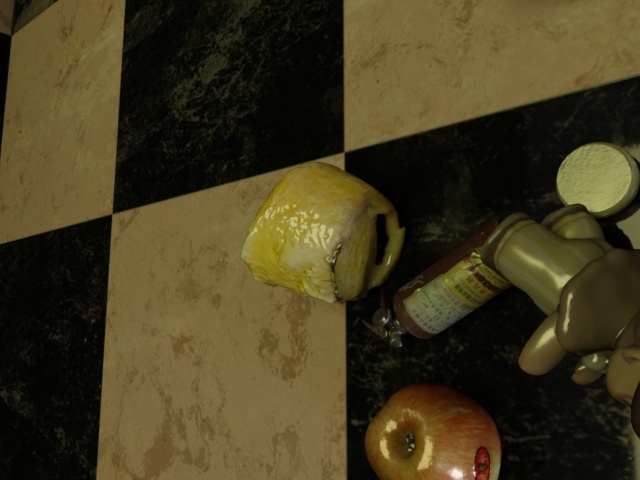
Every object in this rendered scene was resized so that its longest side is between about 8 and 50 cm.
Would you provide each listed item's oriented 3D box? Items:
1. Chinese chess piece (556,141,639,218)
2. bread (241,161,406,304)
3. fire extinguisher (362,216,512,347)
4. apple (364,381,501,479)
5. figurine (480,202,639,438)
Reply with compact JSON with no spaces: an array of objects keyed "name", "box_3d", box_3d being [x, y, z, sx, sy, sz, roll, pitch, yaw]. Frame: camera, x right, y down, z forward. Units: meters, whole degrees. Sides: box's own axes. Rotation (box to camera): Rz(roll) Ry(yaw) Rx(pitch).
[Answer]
[{"name":"Chinese chess piece","box_3d":[0.301,-0.065,0.669,0.084,0.034,0.084,-8,77,38]},{"name":"bread","box_3d":[0.001,-0.003,0.831,0.171,0.197,0.197,27,101,34]},{"name":"fire extinguisher","box_3d":[0.147,0.066,0.773,0.075,0.106,0.252,45,121,-6]},{"name":"apple","box_3d":[0.126,0.236,0.706,0.146,0.131,0.146,-16,67,41]},{"name":"figurine","box_3d":[0.310,0.087,0.517,0.380,0.248,0.203,45,115,47]}]
